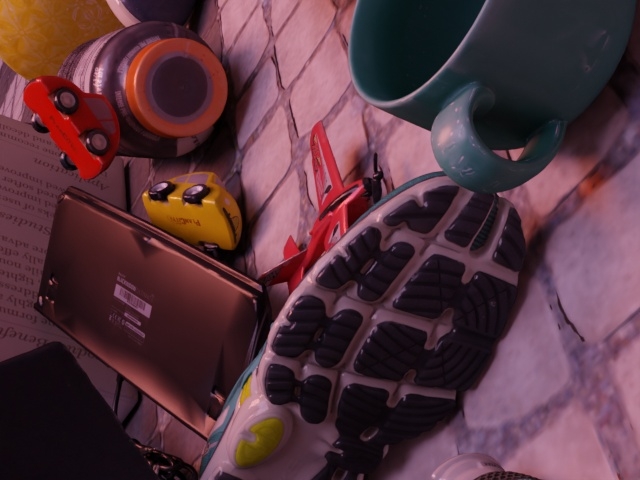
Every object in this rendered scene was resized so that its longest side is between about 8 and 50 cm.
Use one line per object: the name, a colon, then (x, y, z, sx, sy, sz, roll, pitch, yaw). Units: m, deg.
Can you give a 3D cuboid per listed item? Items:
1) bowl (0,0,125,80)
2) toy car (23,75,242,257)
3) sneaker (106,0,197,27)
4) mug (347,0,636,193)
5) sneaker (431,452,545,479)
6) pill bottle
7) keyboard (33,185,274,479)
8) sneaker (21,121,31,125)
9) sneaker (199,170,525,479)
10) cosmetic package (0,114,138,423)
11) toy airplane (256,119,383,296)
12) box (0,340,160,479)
bowl: (-0.282, -0.338, 1.180, 0.156, 0.289, 0.289, -3, 66, 27)
toy car: (-0.166, -0.022, 0.873, 0.053, 0.239, 0.225, -43, -20, -37)
sneaker: (-0.154, -0.398, 1.079, 0.148, 0.131, 0.350, -17, 62, 49)
mug: (0.085, -0.097, 0.474, 0.129, 0.097, 0.157, 16, 88, 62)
sneaker: (0.067, 0.169, 0.380, 0.076, 0.065, 0.166, -12, 64, 55)
pill bottle: (-0.174, -0.145, 0.947, 0.246, 0.130, 0.130, 13, 85, 63)
keyboard: (-0.148, 0.086, 0.771, 0.317, 0.033, 0.201, 24, 103, 47)
sneaker: (-0.423, -0.036, 1.374, 0.330, 0.130, 0.147, -51, 47, 39)
sneaker: (0.002, 0.062, 0.528, 0.275, 0.107, 0.110, -54, 22, 30)
cosmetic package: (-0.415, 0.088, 1.022, 0.327, 0.329, 0.393, -53, 31, 29)
toy airplane: (0.000, 0.000, 0.644, 0.151, 0.028, 0.151, -31, 52, 50)
box: (-0.325, 0.351, 0.469, 0.297, 0.472, 0.480, 52, 126, 17)
